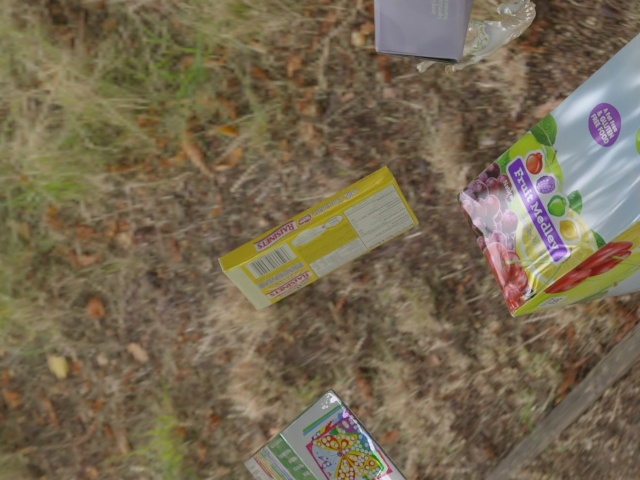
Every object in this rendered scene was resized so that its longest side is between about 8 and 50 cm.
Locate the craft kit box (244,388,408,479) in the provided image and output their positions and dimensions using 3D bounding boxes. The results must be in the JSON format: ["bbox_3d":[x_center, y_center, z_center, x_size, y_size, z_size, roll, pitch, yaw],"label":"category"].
[{"bbox_3d":[0.048,0.240,0.954,0.061,0.250,0.247,-41,84,-17],"label":"craft kit box"}]

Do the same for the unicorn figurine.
[{"bbox_3d":[0.164,-0.215,1.300,0.111,0.162,0.060,-22,103,31],"label":"unicorn figurine"}]

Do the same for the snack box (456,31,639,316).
[{"bbox_3d":[0.190,-0.052,0.534,0.207,0.174,0.070,-42,63,45],"label":"snack box"}]

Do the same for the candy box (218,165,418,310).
[{"bbox_3d":[0.000,0.000,1.341,0.206,0.105,0.027,-29,60,4],"label":"candy box"}]

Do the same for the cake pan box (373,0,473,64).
[{"bbox_3d":[0.087,-0.290,0.835,0.070,0.267,0.246,6,139,11],"label":"cake pan box"}]
